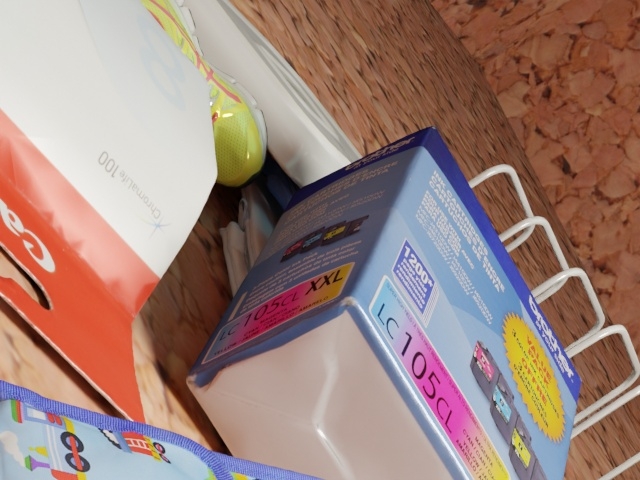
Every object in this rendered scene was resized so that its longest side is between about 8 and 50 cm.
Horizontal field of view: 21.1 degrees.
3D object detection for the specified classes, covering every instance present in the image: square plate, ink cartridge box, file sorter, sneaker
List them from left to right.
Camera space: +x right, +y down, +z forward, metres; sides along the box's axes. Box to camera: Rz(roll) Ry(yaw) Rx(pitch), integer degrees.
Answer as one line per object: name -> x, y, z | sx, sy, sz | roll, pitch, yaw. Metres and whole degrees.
ink cartridge box -> -0.182, -0.100, 1.127 | 0.308, 0.091, 0.385 | 50, 14, -31
sneaker -> -0.126, -0.130, 1.462 | 0.208, 0.081, 0.094 | 55, 22, 3
square plate -> -0.038, -0.132, 1.694 | 0.344, 0.049, 0.347 | 53, 7, 30
ink cartridge box -> 0.070, 0.091, 1.330 | 0.270, 0.151, 0.395 | 59, 22, -15
file sorter -> 0.188, 0.100, 1.616 | 0.278, 0.173, 0.193 | 58, 2, 28

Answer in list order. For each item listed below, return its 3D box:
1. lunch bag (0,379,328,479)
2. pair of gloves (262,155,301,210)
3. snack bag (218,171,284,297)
lunch bag -> -0.073, 0.202, 0.832 | 0.293, 0.138, 0.221 | 31, 29, -38
pair of gloves -> 0.000, 0.000, 1.583 | 0.159, 0.023, 0.198 | 60, 6, 19
snack bag -> 0.010, 0.096, 1.523 | 0.323, 0.037, 0.342 | 53, 12, -27
